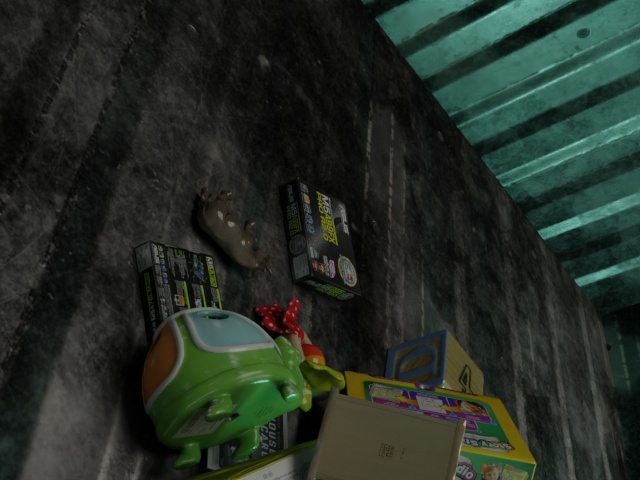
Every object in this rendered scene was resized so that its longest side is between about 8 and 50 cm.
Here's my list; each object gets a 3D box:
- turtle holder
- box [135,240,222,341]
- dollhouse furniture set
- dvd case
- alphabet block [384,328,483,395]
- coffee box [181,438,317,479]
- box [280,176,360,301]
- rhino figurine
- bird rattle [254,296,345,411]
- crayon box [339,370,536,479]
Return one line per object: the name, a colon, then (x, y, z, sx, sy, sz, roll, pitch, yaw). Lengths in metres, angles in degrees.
turtle holder: (-0.157, 0.229, 1.486, 0.320, 0.243, 0.227, -19, 58, -22)
box: (-0.263, 0.106, 1.630, 0.184, 0.045, 0.191, 19, 53, -56)
dollhouse furniture set: (0.092, 0.395, 1.297, 0.303, 0.198, 0.287, 79, 25, -64)
dvd case: (-0.144, 0.380, 1.644, 0.238, 0.029, 0.179, 34, 43, -44)
alphabet block: (0.295, 0.381, 2.216, 0.197, 0.192, 0.193, 51, 34, -28)
coffee box: (-0.111, 0.511, 1.280, 0.338, 0.337, 0.335, -2, 70, -59)
box: (0.000, 0.000, 2.131, 0.216, 0.060, 0.270, 25, 49, -50)
rhino figurine: (-0.178, -0.003, 1.823, 0.243, 0.073, 0.106, 52, 28, -28)
bird rattle: (-0.050, 0.251, 1.842, 0.254, 0.143, 0.207, 59, 2, 32)
crayon box: (0.219, 0.397, 1.745, 0.313, 0.362, 0.106, -93, -166, -77)
